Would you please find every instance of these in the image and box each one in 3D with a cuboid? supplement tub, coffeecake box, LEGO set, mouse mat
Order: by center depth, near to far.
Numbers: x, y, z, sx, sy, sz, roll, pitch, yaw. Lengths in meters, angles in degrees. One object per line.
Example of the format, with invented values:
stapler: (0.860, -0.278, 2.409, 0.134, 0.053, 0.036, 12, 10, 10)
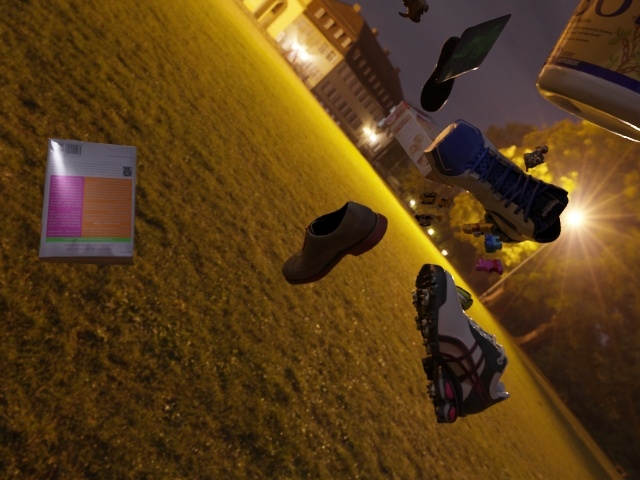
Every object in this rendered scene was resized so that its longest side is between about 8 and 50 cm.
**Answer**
supplement tub: (0.512, -0.333, 0.728, 0.241, 0.331, 0.241, 23, 18, -8)
coffeecake box: (0.251, -0.222, 1.143, 0.142, 0.068, 0.185, 7, 47, -49)
mouse mat: (0.362, -0.453, 1.159, 0.007, 0.189, 0.153, 49, -33, 17)
LEGO set: (0.464, -0.005, 1.427, 0.227, 0.093, 0.087, -82, 167, -52)

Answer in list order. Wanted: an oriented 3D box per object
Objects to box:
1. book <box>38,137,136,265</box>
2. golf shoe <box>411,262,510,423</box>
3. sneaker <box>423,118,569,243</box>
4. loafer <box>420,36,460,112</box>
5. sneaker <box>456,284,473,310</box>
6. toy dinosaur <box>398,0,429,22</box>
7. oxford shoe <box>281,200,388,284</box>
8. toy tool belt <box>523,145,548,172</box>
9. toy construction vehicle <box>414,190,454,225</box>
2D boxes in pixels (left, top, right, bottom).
book: (-0.265, -0.046, 0.565, 0.096, 0.035, 0.144, 3, 70, -23)
golf shoe: (0.203, 0.143, 0.716, 0.105, 0.120, 0.273, -92, 169, -61)
sneaker: (0.359, -0.101, 0.923, 0.315, 0.127, 0.182, 42, -5, -20)
loafer: (0.365, -0.480, 1.432, 0.080, 0.220, 0.078, 31, 32, 12)
sneaker: (0.411, 0.257, 1.665, 0.111, 0.121, 0.300, 42, -24, 22)
toy dinosaur: (0.246, -0.733, 1.257, 0.127, 0.200, 0.296, 19, 60, -23)
oxford shoe: (0.000, 0.000, 1.213, 0.130, 0.348, 0.123, 33, 42, -27)
toy tool belt: (0.608, -0.226, 1.379, 0.052, 0.051, 0.083, 13, -17, -16)
toy construction vehicle: (0.264, -0.079, 1.168, 0.098, 0.086, 0.035, -3, 34, -30)
